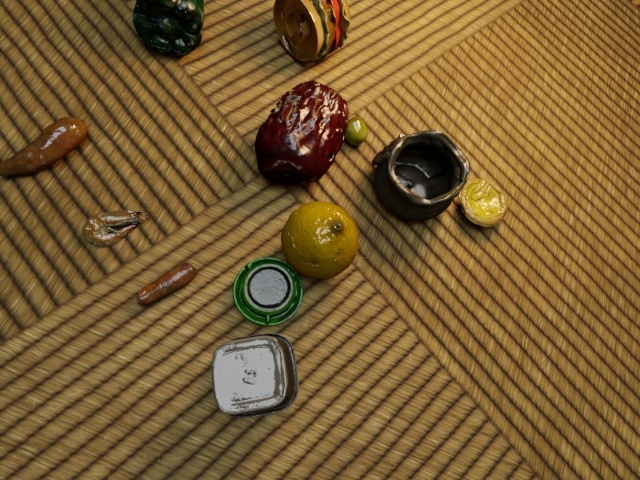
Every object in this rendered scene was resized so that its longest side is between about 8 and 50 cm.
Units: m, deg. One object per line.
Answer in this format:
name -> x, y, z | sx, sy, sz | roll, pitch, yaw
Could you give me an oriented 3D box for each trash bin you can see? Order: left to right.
trash bin -> -0.168, 0.346, 1.081 | 0.220, 0.250, 0.219 | -9, 73, -7

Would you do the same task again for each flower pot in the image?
flower pot -> 0.319, -0.223, 1.376 | 0.302, 0.213, 0.301 | 2, 76, -9

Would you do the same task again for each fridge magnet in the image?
fridge magnet -> -0.154, 0.147, 1.236 | 0.208, 0.088, 0.207 | 3, 70, -9

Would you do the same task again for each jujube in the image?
jujube -> -0.053, -0.344, 1.357 | 0.259, 0.258, 0.376 | 31, 76, 1

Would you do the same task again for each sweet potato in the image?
sweet potato -> -0.832, -0.276, 1.263 | 0.097, 0.097, 0.292 | 44, 70, 6

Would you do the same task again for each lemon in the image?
lemon -> 0.002, 0.003, 1.240 | 0.229, 0.253, 0.228 | -5, 69, 12

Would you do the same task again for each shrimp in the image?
shrimp -> -0.609, -0.044, 1.252 | 0.190, 0.042, 0.101 | -19, 96, -16

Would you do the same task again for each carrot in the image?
carrot -> -0.445, 0.129, 1.209 | 0.186, 0.060, 0.060 | -34, 80, -17

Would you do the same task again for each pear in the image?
pear -> 0.125, -0.387, 1.474 | 0.092, 0.096, 0.092 | 7, 37, -5

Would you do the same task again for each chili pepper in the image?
chili pepper -> -0.512, -0.796, 1.436 | 0.233, 0.249, 0.256 | 16, 61, -34

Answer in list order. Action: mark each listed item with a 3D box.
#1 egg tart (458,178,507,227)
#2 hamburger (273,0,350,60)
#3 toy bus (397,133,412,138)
egg tart -> 0.564, -0.127, 1.469 | 0.191, 0.074, 0.191 | 4, 70, -10
hamburger -> -0.016, -0.799, 1.502 | 0.212, 0.274, 0.274 | -38, 81, -23
toy bus -> 0.358, -0.340, 1.522 | 0.166, 0.047, 0.065 | 10, 73, -7
